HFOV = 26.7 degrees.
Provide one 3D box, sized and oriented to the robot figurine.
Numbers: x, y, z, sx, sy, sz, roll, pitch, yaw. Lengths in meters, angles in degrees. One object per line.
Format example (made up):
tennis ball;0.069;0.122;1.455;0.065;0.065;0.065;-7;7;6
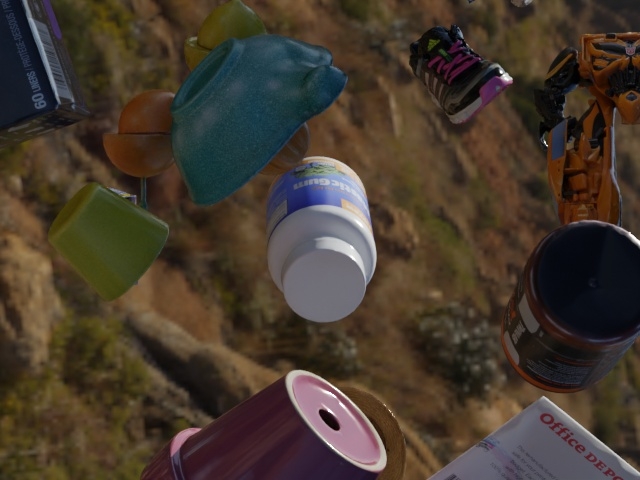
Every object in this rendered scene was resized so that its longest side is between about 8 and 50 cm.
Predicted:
robot figurine;0.329;-0.110;1.417;0.085;0.211;0.291;71;20;-57

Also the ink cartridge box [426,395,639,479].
ink cartridge box;0.211;0.320;1.422;0.232;0.171;0.168;-30;139;-23

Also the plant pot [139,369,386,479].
plant pot;-0.042;0.231;1.298;0.201;0.180;0.201;39;17;-15

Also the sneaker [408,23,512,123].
sneaker;0.118;-0.156;1.220;0.075;0.063;0.170;52;1;-15

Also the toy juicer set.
toy juicer set;-0.040;-0.104;0.917;0.089;0.329;0.209;40;33;-20

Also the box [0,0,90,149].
box;-0.375;-0.147;1.240;0.143;0.270;0.165;-39;109;-87

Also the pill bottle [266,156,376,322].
pill bottle;0.000;0.000;1.899;0.272;0.152;0.152;-97;171;-63

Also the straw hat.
straw hat;0.057;0.228;1.556;0.061;0.144;0.145;-21;103;-51

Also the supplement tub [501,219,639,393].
supplement tub;0.206;0.065;1.114;0.198;0.106;0.106;94;-3;-68

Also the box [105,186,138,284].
box;-0.308;-0.007;2.035;0.027;0.094;0.137;-8;105;-34

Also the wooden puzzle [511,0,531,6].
wooden puzzle;0.326;-0.390;1.242;0.080;0.348;0.322;25;72;-20

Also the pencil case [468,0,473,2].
pencil case;0.088;-0.267;1.132;0.151;0.070;0.064;42;12;-45
